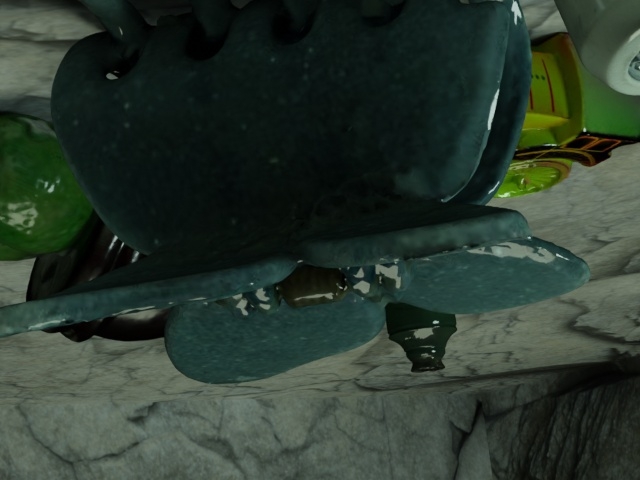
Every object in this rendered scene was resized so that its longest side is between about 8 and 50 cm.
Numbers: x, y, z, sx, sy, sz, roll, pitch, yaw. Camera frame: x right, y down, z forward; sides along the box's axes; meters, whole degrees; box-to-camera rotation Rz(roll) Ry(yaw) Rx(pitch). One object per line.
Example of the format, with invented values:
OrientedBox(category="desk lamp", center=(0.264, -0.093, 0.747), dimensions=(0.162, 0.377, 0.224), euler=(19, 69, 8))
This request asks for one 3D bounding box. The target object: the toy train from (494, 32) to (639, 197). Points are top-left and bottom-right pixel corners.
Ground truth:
OrientedBox(category="toy train", center=(0.100, -0.101, 1.464), dimensions=(0.296, 0.100, 0.160), euler=(2, 158, -37))

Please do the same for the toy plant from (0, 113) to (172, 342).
OrientedBox(category="toy plant", center=(-0.205, -0.015, 1.562), dimensions=(0.235, 0.175, 0.218), euler=(25, 163, -19))

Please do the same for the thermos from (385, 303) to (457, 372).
OrientedBox(category="thermos", center=(0.090, 0.038, 1.917), dimensions=(0.073, 0.187, 0.083), euler=(-1, 166, -27))

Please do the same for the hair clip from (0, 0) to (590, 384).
OrientedBox(category="hair clip", center=(-0.014, -0.059, 1.229), dimensions=(0.318, 0.238, 0.392), euler=(-12, 168, 17))

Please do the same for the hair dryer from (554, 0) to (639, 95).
OrientedBox(category="hair dryer", center=(0.147, -0.216, 0.812), dimensions=(0.107, 0.173, 0.357), euler=(-18, 157, -8))
